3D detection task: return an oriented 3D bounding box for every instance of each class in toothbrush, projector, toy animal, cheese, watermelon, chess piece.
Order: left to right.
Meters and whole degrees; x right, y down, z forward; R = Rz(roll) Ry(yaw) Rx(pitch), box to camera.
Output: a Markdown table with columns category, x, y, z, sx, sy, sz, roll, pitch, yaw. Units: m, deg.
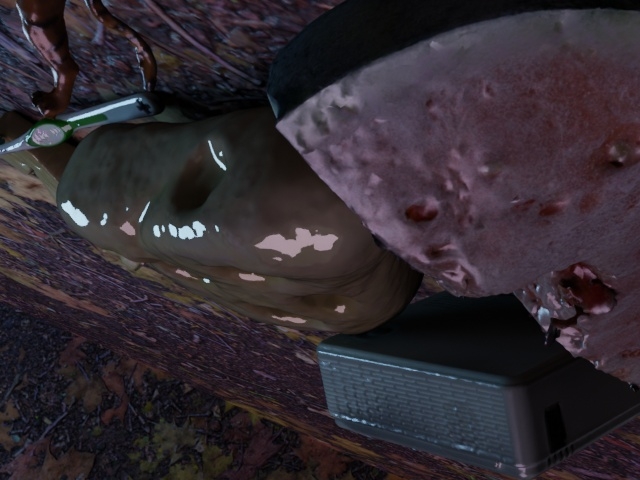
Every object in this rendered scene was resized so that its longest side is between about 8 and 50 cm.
| category | x | y | z | sx | sy | sz | roll | pitch | yaw |
| --- | --- | --- | --- | --- | --- | --- | --- | --- | --- |
| toy animal | -0.186 | -0.172 | 0.693 | 0.116 | 0.114 | 0.255 | -36 | 140 | 20 |
| toothbrush | -0.239 | -0.099 | 1.044 | 0.304 | 0.030 | 0.030 | -5 | 150 | 45 |
| chess piece | -0.249 | -0.059 | 1.189 | 0.200 | 0.090 | 0.090 | 35 | 163 | -10 |
| cheese | 0.000 | 0.000 | 0.937 | 0.328 | 0.130 | 0.351 | 26 | 165 | -39 |
| projector | 0.148 | 0.121 | 1.029 | 0.192 | 0.099 | 0.256 | -21 | -165 | -36 |
| watermelon | 0.131 | -0.064 | 0.552 | 0.322 | 0.188 | 0.175 | 30 | -151 | -50 |
